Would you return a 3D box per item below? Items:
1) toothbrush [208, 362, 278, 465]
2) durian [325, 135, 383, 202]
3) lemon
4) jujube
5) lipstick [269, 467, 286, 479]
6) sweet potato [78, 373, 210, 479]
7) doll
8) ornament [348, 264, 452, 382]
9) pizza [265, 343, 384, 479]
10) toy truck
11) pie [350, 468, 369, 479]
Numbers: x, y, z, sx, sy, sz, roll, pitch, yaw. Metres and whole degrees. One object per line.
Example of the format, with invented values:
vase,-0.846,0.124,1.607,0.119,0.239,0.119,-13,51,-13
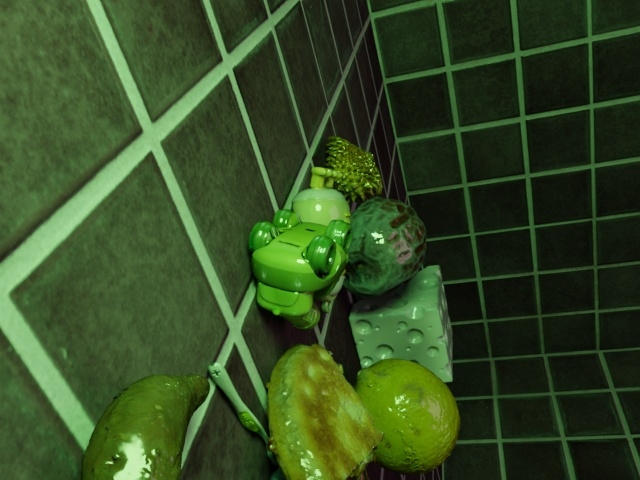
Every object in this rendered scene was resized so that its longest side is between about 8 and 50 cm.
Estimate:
toothbrush,-0.105,0.251,0.838,0.026,0.022,0.263,-97,170,-50
durian,0.075,-0.171,1.485,0.138,0.183,0.249,-62,170,8
lemon,0.195,0.418,1.402,0.310,0.258,0.258,51,27,-18
jujube,0.150,0.017,1.440,0.215,0.246,0.308,40,31,5
lipstick,-0.042,0.378,0.918,0.274,0.068,0.061,-31,114,-80
sweet potato,-0.164,0.213,0.514,0.310,0.098,0.124,-80,179,-51
doll,0.012,0.000,1.189,0.141,0.117,0.296,-12,94,-71
ornament,0.233,0.239,1.627,0.239,0.240,0.240,-68,146,-61
pizza,0.007,0.299,0.936,0.226,0.086,0.335,35,20,-22
toy truck,-0.039,0.057,0.970,0.187,0.148,0.210,2,102,-72
pie,0.044,0.428,1.091,0.308,0.085,0.308,176,-90,-88
